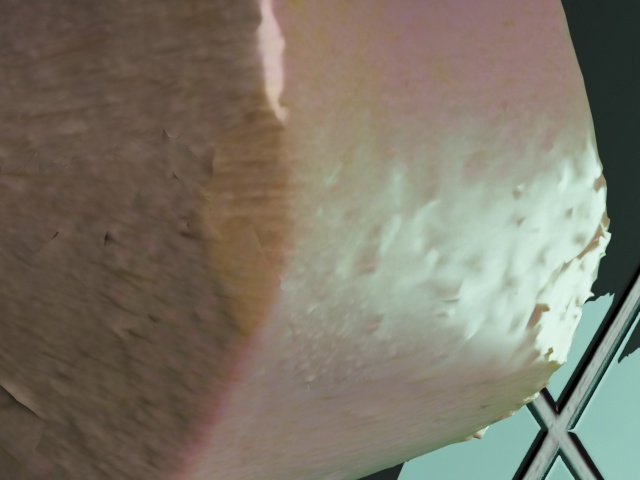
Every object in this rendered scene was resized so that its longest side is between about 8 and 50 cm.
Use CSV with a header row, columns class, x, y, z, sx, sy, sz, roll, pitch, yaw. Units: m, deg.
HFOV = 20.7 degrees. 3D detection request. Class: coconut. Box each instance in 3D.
class,x,y,z,sx,sy,sz,roll,pitch,yaw
coconut,-0.076,-0.039,0.586,0.309,0.297,0.297,-5,85,-51
